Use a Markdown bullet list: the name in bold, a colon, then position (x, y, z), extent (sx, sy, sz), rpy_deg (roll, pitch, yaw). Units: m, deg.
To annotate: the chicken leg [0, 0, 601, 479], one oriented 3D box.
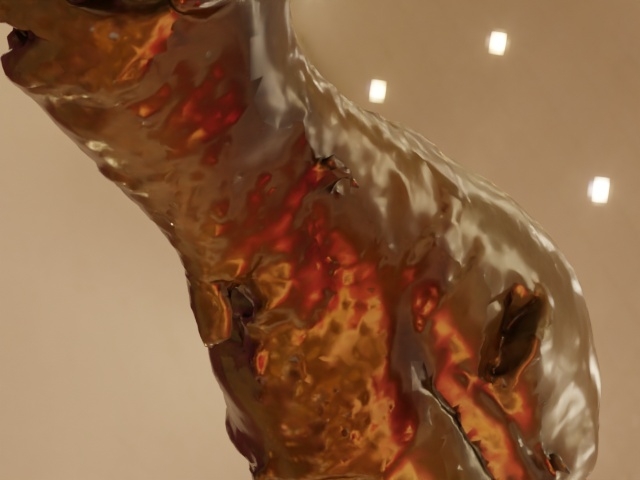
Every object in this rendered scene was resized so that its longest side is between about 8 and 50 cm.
- **chicken leg**: position (0.000, 0.000, 0.639), extent (0.152, 0.429, 0.201), rpy_deg (-6, -125, 23)
